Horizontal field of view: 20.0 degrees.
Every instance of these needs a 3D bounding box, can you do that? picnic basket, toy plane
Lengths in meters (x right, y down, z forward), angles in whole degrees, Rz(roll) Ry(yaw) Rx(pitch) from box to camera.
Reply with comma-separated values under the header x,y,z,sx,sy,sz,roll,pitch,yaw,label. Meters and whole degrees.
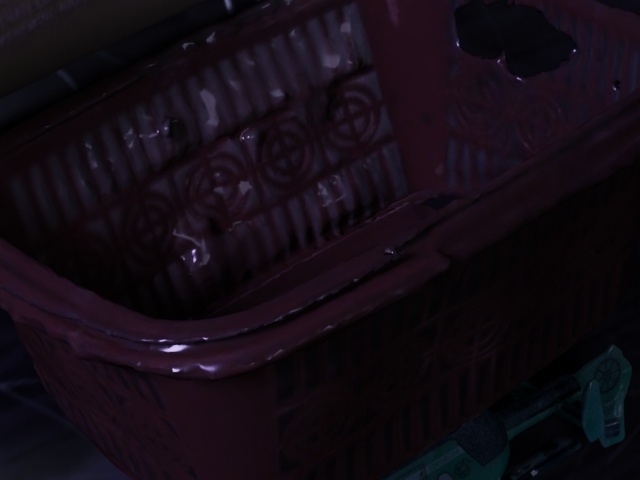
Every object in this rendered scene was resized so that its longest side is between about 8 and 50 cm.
x,y,z,sx,sy,sz,roll,pitch,yaw,label
0.000,0.000,0.760,0.297,0.222,0.129,-30,130,-31,picnic basket
0.066,0.103,0.876,0.235,0.060,0.096,-25,113,-28,toy plane

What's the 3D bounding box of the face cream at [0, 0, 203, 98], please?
x,y,z,sx,sy,sz,roll,pitch,yaw,label
-0.111,-0.126,0.746,0.341,0.084,0.137,-37,105,-36,face cream
